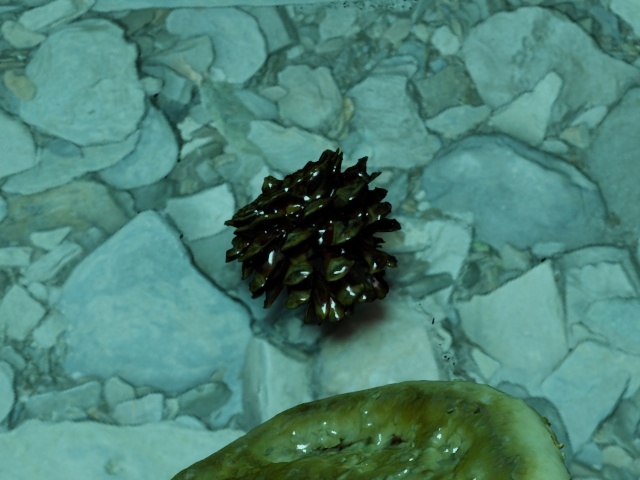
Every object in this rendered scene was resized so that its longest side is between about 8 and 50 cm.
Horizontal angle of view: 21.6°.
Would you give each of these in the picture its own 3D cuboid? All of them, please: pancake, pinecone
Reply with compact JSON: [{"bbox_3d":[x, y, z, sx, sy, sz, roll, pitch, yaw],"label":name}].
[{"bbox_3d":[-0.005,0.201,1.067,0.356,0.065,0.356,-20,27,11],"label":"pancake"},{"bbox_3d":[-0.001,0.000,1.250,0.140,0.140,0.121,-34,103,-14],"label":"pinecone"}]
